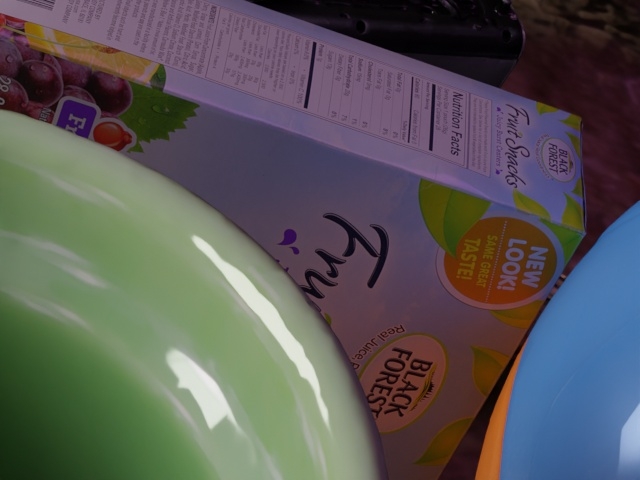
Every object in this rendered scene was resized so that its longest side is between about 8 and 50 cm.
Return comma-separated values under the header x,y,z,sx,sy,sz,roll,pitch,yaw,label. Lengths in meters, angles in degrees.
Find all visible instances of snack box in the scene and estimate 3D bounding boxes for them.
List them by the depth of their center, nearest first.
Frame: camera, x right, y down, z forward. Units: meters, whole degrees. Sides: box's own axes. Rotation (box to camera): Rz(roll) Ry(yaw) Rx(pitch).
x,y,z,sx,sy,sz,roll,pitch,yaw,label
-0.037,0.006,0.677,0.207,0.174,0.070,17,40,-9,snack box

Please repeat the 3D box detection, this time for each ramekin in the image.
x,y,z,sx,sy,sz,roll,pitch,yaw,label
-0.139,0.109,0.447,0.303,0.148,0.303,2,40,-2,ramekin

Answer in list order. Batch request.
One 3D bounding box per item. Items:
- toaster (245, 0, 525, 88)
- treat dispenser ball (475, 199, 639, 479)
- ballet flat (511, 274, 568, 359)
x,y,z,sx,sy,sz,roll,pitch,yaw,label
-0.027,-0.109,0.854,0.186,0.110,0.168,0,46,-28,toaster
0.190,0.100,0.604,0.288,0.288,0.288,14,41,-13,treat dispenser ball
0.000,0.000,0.775,0.250,0.058,0.084,13,5,-11,ballet flat
